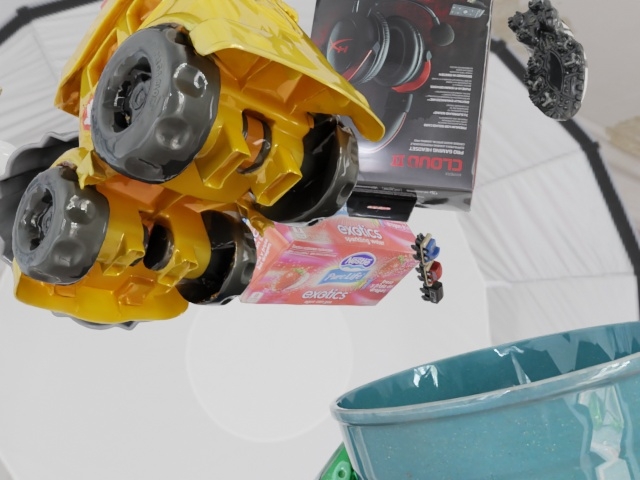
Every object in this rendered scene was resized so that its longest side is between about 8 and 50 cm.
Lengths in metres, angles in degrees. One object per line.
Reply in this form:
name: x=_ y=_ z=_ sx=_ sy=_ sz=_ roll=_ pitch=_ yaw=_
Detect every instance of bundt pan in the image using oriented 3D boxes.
bundt pan: x=-0.337 y=-0.029 z=1.060 sx=0.330 sy=0.331 sz=0.124 roll=0 pitch=23 yaw=10

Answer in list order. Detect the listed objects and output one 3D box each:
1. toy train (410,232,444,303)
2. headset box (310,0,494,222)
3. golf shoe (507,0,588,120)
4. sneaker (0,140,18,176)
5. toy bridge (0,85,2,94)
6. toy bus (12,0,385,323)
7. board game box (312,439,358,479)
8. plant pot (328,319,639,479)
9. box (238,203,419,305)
toy train: x=0.156 y=0.043 z=0.949 sx=0.036 sy=0.027 sz=0.158 roll=20 pitch=-30 yaw=29
headset box: x=0.091 y=-0.166 z=0.823 sx=0.218 sy=0.293 sz=0.110 roll=7 pitch=-10 yaw=12
golf shoe: x=0.298 y=-0.216 z=0.828 sx=0.077 sy=0.198 sz=0.094 roll=-27 pitch=-43 yaw=35
sneaker: x=-0.659 y=-0.092 z=1.117 sx=0.305 sy=0.152 sz=0.114 roll=-9 pitch=-38 yaw=-13
toy bridge: x=-0.517 y=-0.190 z=0.861 sx=0.188 sy=0.063 sz=0.026 roll=-31 pitch=1 yaw=-38
toy bus: x=-0.103 y=-0.082 z=0.428 sx=0.220 sy=0.211 sz=0.149 roll=-42 pitch=-33 yaw=25
board game box: x=0.074 y=0.431 z=0.594 sx=0.390 sy=0.390 sz=0.050 roll=34 pitch=-21 yaw=18
plant pot: x=0.167 y=0.214 z=0.493 sx=0.271 sy=0.255 sz=0.271 roll=-13 pitch=-7 yaw=-2
box: x=0.000 y=0.000 z=1.036 sx=0.300 sy=0.154 sz=0.142 roll=7 pitch=-47 yaw=-44
